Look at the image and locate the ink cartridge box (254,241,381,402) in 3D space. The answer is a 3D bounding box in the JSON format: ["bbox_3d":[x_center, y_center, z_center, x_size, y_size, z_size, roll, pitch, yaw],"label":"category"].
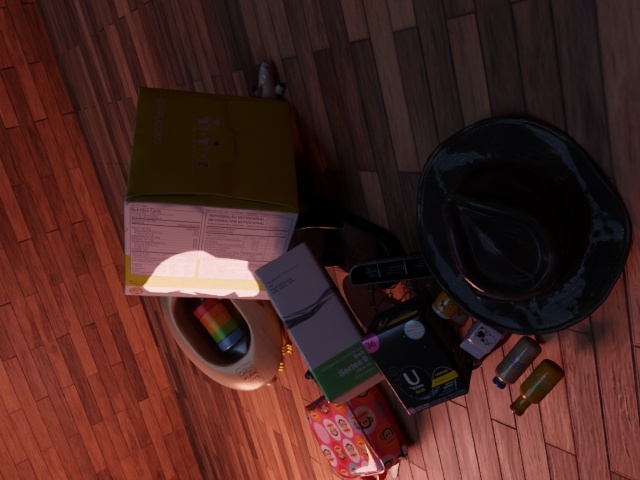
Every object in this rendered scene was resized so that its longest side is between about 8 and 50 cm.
[{"bbox_3d":[0.007,0.168,1.254,0.289,0.121,0.211,59,-179,17],"label":"ink cartridge box"}]

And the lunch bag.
[{"bbox_3d":[0.091,0.500,1.607,0.258,0.120,0.293,62,149,8],"label":"lunch bag"}]

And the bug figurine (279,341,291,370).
[{"bbox_3d":[-0.213,0.320,1.976,0.279,0.072,0.216,26,138,30],"label":"bug figurine"}]

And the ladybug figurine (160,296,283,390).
[{"bbox_3d":[-0.265,0.222,1.800,0.305,0.162,0.449,-36,88,21],"label":"ladybug figurine"}]

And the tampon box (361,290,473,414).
[{"bbox_3d":[0.171,0.194,1.098,0.120,0.101,0.161,-30,100,26],"label":"tampon box"}]

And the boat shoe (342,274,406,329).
[{"bbox_3d":[0.161,0.161,1.281,0.277,0.098,0.096,47,126,-3],"label":"boat shoe"}]

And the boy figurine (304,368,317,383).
[{"bbox_3d":[-0.030,0.228,1.655,0.177,0.092,0.285,7,119,60],"label":"boy figurine"}]

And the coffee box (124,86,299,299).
[{"bbox_3d":[-0.249,-0.098,1.408,0.334,0.338,0.338,110,159,-50],"label":"coffee box"}]

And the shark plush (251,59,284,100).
[{"bbox_3d":[-0.117,-0.336,1.462,0.161,0.073,0.067,76,177,-59],"label":"shark plush"}]

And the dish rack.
[{"bbox_3d":[0.185,0.146,1.170,0.208,0.074,0.272,-8,107,24],"label":"dish rack"}]

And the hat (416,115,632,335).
[{"bbox_3d":[0.249,-0.009,0.893,0.331,0.134,0.331,9,105,35],"label":"hat"}]

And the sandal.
[{"bbox_3d":[0.000,-0.002,1.420,0.445,0.107,0.168,20,127,51],"label":"sandal"}]

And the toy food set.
[{"bbox_3d":[0.273,0.178,1.055,0.232,0.111,0.104,34,109,1],"label":"toy food set"}]

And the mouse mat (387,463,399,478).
[{"bbox_3d":[0.143,0.523,1.668,0.189,0.007,0.153,38,140,38],"label":"mouse mat"}]
